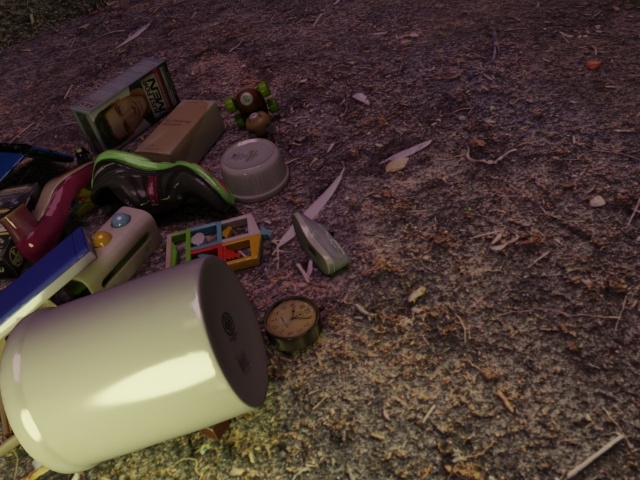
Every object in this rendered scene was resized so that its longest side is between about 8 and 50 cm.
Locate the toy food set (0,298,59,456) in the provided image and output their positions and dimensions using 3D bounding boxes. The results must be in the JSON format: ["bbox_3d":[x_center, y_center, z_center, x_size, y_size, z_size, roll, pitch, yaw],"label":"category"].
[{"bbox_3d":[-0.657,0.295,1.351,0.220,0.092,0.306,-38,48,-1],"label":"toy food set"}]

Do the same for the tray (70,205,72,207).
[{"bbox_3d":[-0.808,-0.168,1.995,0.270,0.030,0.145,-28,43,-16],"label":"tray"}]

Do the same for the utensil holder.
[{"bbox_3d":[-0.335,0.227,1.165,0.385,0.327,0.327,-21,41,9],"label":"utensil holder"}]

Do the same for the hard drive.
[{"bbox_3d":[-0.685,0.106,1.467,0.318,0.040,0.210,-42,29,-8],"label":"hard drive"}]

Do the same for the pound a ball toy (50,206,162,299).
[{"bbox_3d":[-0.615,0.040,1.638,0.208,0.136,0.319,12,47,26],"label":"pound a ball toy"}]

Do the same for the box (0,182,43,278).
[{"bbox_3d":[-1.058,-0.014,1.827,0.395,0.097,0.318,-8,49,8],"label":"box"}]

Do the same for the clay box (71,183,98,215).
[{"bbox_3d":[-0.703,-0.184,1.939,0.222,0.053,0.127,-32,66,-17],"label":"clay box"}]

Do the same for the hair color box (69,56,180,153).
[{"bbox_3d":[-0.695,-0.489,2.198,0.113,0.185,0.374,19,51,30],"label":"hair color box"}]

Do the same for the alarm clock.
[{"bbox_3d":[-0.045,0.182,1.384,0.192,0.064,0.129,-27,43,-11],"label":"alarm clock"}]

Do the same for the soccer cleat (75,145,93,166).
[{"bbox_3d":[-0.799,-0.271,2.040,0.060,0.072,0.179,-26,26,-9],"label":"soccer cleat"}]

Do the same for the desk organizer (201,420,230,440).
[{"bbox_3d":[-0.198,0.343,1.259,0.047,0.050,0.130,14,49,28],"label":"desk organizer"}]

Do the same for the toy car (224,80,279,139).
[{"bbox_3d":[-0.216,-0.409,2.032,0.155,0.149,0.188,-23,53,7],"label":"toy car"}]

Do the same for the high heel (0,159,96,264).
[{"bbox_3d":[-0.767,-0.091,1.824,0.127,0.181,0.377,-5,33,42],"label":"high heel"}]

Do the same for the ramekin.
[{"bbox_3d":[-0.203,-0.218,1.830,0.207,0.109,0.207,-8,43,7],"label":"ramekin"}]

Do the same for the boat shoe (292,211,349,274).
[{"bbox_3d":[0.000,0.000,1.572,0.081,0.079,0.227,-19,46,-20],"label":"boat shoe"}]

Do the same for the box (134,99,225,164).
[{"bbox_3d":[-0.458,-0.334,2.014,0.148,0.121,0.311,6,45,22],"label":"box"}]

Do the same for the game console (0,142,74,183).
[{"bbox_3d":[-1.021,-0.235,2.040,0.293,0.250,0.173,10,89,40],"label":"game console"}]

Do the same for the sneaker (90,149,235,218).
[{"bbox_3d":[-0.468,-0.131,1.793,0.483,0.185,0.202,10,74,21],"label":"sneaker"}]

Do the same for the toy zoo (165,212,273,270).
[{"bbox_3d":[-0.274,0.018,1.649,0.293,0.030,0.192,-14,42,0],"label":"toy zoo"}]
